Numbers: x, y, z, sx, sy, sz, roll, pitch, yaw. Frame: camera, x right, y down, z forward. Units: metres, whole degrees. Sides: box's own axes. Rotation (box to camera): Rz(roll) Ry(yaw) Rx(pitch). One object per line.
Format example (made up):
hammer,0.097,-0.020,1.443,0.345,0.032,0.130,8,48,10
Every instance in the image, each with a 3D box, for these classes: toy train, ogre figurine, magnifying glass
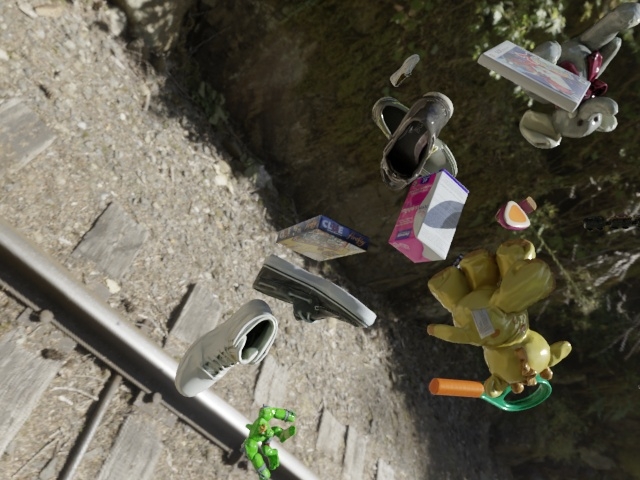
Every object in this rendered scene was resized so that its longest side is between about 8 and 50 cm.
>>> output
toy train,0.679,-0.044,0.982,0.036,0.159,0.027,-80,165,-52
ogre figurine,-0.151,0.556,1.226,0.118,0.097,0.197,42,71,-18
magnifying glass,0.296,0.259,0.753,0.231,0.092,0.026,8,36,-18

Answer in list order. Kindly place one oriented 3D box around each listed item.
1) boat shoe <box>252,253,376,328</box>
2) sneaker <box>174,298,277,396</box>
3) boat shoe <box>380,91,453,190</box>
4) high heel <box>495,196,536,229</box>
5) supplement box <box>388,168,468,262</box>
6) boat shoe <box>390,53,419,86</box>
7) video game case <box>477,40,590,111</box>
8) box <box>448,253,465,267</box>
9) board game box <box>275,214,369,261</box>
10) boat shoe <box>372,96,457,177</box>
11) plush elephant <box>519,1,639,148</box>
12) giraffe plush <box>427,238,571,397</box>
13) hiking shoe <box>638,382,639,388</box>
boat shoe,-0.024,0.152,1.084,0.119,0.335,0.121,-59,150,-13
sneaker,-0.221,0.261,1.000,0.108,0.292,0.169,46,-9,-15
boat shoe,0.204,-0.211,1.045,0.112,0.335,0.095,36,62,7
high heel,0.499,-0.057,1.176,0.082,0.117,0.244,55,40,3
supplement box,0.289,-0.063,1.153,0.114,0.111,0.219,35,66,-24
boat shoe,0.237,-0.468,1.201,0.035,0.100,0.035,13,48,-47
video game case,0.435,-0.338,0.875,0.201,0.023,0.183,36,45,14
box,0.445,0.089,1.440,0.018,0.083,0.067,39,-11,24
board game box,0.000,0.000,1.238,0.165,0.243,0.042,24,69,-27
boat shoe,0.259,-0.261,1.173,0.305,0.109,0.091,42,18,-12
plush elephant,0.670,-0.385,1.143,0.330,0.272,0.255,92,-28,-85
giraffe plush,0.271,0.127,0.633,0.170,0.182,0.210,53,36,-18
hiking shoe,0.754,0.363,0.915,0.226,0.114,0.086,55,47,-21
